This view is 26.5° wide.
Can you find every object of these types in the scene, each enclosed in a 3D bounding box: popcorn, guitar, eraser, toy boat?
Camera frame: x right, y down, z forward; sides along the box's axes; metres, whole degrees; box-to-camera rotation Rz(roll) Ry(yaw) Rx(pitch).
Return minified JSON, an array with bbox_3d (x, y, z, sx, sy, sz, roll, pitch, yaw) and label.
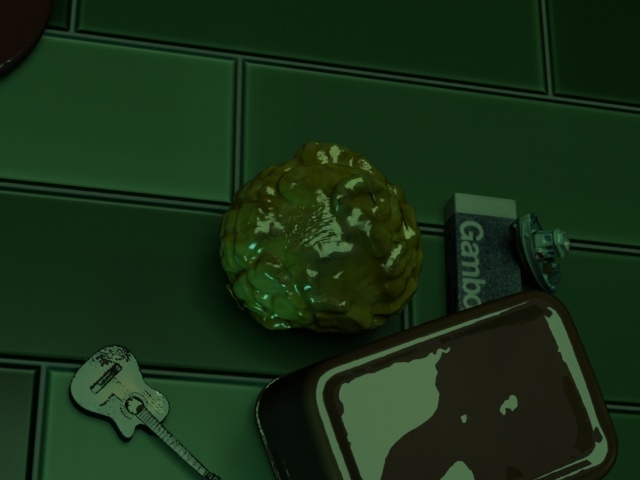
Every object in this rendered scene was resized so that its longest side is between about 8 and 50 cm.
[{"bbox_3d":[0.000,0.000,1.630,0.250,0.190,0.250,-1,95,-11],"label":"popcorn"},{"bbox_3d":[-0.189,0.219,1.570,0.233,0.025,0.088,43,63,4],"label":"guitar"},{"bbox_3d":[0.209,0.047,1.746,0.091,0.046,0.213,7,65,-13],"label":"eraser"},{"bbox_3d":[0.286,0.013,1.733,0.066,0.140,0.059,-8,46,26],"label":"toy boat"}]

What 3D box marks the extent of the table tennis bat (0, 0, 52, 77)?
[{"bbox_3d":[-0.486,-0.270,1.683,0.268,0.051,0.415,19,62,-7],"label":"table tennis bat"}]

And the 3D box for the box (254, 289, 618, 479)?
[{"bbox_3d":[0.128,0.213,1.525,0.339,0.229,0.240,-18,82,-16],"label":"box"}]
